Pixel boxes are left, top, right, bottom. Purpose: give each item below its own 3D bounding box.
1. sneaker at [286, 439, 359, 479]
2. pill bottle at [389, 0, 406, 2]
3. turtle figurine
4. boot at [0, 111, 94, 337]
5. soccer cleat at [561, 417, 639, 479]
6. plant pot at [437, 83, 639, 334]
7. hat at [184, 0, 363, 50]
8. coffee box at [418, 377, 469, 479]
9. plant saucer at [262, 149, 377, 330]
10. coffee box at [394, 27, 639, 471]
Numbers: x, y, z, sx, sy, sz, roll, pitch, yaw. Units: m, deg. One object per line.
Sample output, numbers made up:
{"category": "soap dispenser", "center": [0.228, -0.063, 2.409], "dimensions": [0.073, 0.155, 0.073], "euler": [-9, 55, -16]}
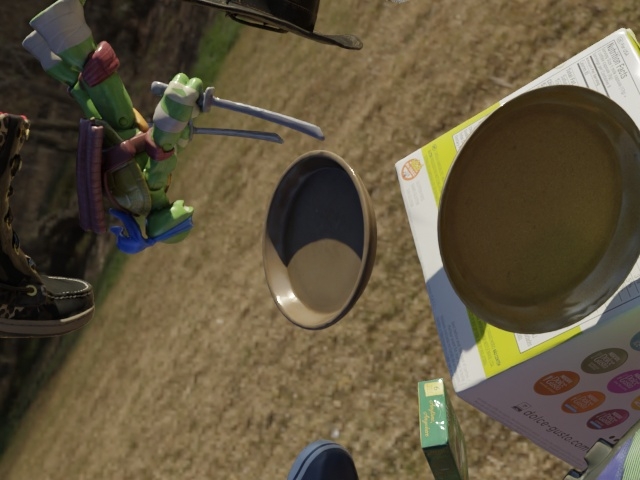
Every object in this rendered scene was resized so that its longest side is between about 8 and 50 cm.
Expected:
{"category": "sneaker", "center": [0.018, 0.426, 1.298], "dimensions": [0.127, 0.126, 0.321], "euler": [7, 91, 52]}
{"category": "pill bottle", "center": [0.059, -0.303, 1.079], "dimensions": [0.086, 0.152, 0.086], "euler": [13, -90, -77]}
{"category": "turtle figurine", "center": [-0.169, -0.150, 1.067], "dimensions": [0.275, 0.266, 0.198], "euler": [-34, 12, 15]}
{"category": "boot", "center": [-0.423, -0.024, 1.309], "dimensions": [0.138, 0.377, 0.284], "euler": [13, 94, 36]}
{"category": "soccer cleat", "center": [0.342, 0.180, 0.911], "dimensions": [0.121, 0.093, 0.289], "euler": [46, 102, 16]}
{"category": "plant pot", "center": [0.207, -0.029, 0.943], "dimensions": [0.032, 0.236, 0.236], "euler": [30, 108, 63]}
{"category": "hat", "center": [-0.093, -0.329, 1.209], "dimensions": [0.331, 0.331, 0.134], "euler": [41, 119, 60]}
{"category": "coffee box", "center": [0.179, 0.294, 1.453], "dimensions": [0.184, 0.040, 0.113], "euler": [66, -161, -46]}
{"category": "plant saucer", "center": [0.000, 0.000, 1.557], "dimensions": [0.278, 0.041, 0.277], "euler": [-5, 84, 54]}
{"category": "coffee box", "center": [0.344, 0.027, 1.217], "dimensions": [0.334, 0.338, 0.338], "euler": [-31, 49, 25]}
